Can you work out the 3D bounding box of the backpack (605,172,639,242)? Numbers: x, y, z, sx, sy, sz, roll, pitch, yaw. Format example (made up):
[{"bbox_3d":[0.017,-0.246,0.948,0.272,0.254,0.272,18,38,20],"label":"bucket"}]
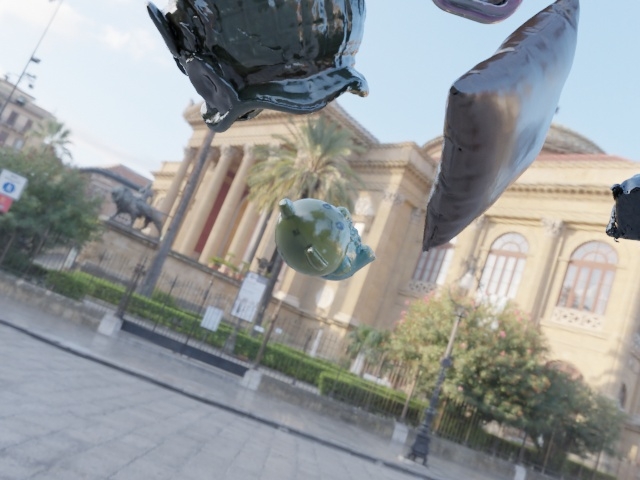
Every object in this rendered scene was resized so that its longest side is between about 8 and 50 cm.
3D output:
[{"bbox_3d":[0.621,-0.071,1.081,0.106,0.165,0.119,14,-58,47],"label":"backpack"}]

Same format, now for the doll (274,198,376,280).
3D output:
[{"bbox_3d":[0.000,0.000,1.267,0.177,0.162,0.261,61,12,18],"label":"doll"}]

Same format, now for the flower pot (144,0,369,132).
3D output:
[{"bbox_3d":[-0.083,-0.282,0.811,0.302,0.213,0.302,-12,16,3],"label":"flower pot"}]

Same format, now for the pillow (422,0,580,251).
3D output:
[{"bbox_3d":[0.261,-0.163,0.831,0.108,0.305,0.307,33,-33,26],"label":"pillow"}]

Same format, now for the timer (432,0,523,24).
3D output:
[{"bbox_3d":[0.306,-0.528,1.083,0.191,0.208,0.069,14,4,-5],"label":"timer"}]
